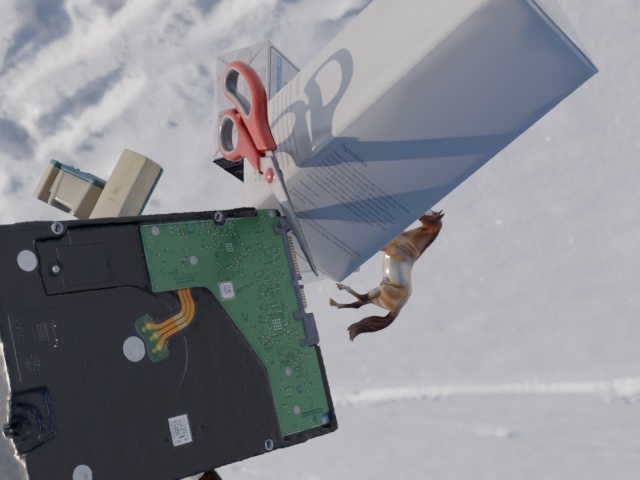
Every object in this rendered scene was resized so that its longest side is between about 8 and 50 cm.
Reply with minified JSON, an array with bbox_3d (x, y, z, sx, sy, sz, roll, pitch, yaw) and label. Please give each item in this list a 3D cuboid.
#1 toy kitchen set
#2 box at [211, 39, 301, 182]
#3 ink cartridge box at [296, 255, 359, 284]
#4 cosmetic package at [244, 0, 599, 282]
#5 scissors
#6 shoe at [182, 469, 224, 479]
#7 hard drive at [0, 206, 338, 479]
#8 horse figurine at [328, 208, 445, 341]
[{"bbox_3d":[-0.307,-0.071,1.540,0.207,0.122,0.166,23,175,35],"label":"toy kitchen set"},{"bbox_3d":[-0.036,-0.139,1.441,0.087,0.169,0.290,-12,154,27],"label":"box"},{"bbox_3d":[0.000,0.000,1.343,0.092,0.089,0.143,-12,170,-1],"label":"ink cartridge box"},{"bbox_3d":[0.089,-0.152,1.089,0.365,0.197,0.155,-39,120,24],"label":"cosmetic package"},{"bbox_3d":[-0.051,-0.083,0.997,0.021,0.109,0.297,2,-151,-26],"label":"scissors"},{"bbox_3d":[-0.200,0.426,1.790,0.058,0.076,0.219,-26,102,38],"label":"shoe"},{"bbox_3d":[-0.141,0.094,0.905,0.339,0.236,0.064,-7,172,-46],"label":"hard drive"},{"bbox_3d":[0.114,0.056,1.839,0.175,0.263,0.066,9,-173,-8],"label":"horse figurine"}]
